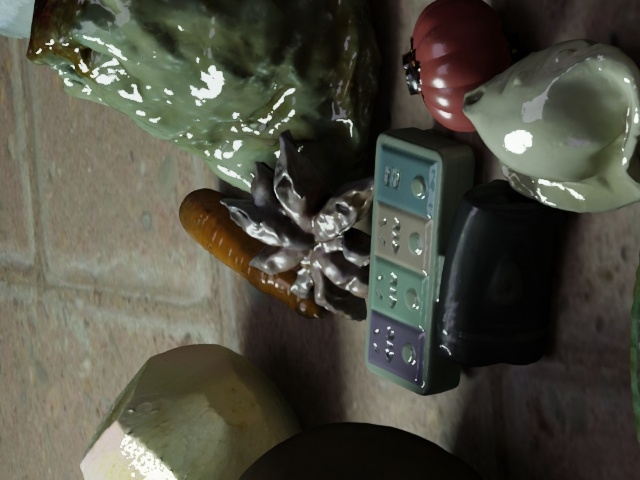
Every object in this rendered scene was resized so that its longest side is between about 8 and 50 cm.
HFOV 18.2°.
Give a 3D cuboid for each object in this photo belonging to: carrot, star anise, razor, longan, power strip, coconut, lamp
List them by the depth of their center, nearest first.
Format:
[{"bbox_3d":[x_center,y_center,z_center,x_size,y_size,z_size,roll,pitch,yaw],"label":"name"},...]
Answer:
[{"bbox_3d":[0.138,0.026,1.547,0.054,0.090,0.148,-127,39,-60],"label":"razor"},{"bbox_3d":[0.111,-0.138,1.554,0.107,0.092,0.107,-13,-90,-85],"label":"lamp"},{"bbox_3d":[0.036,0.289,1.607,0.297,0.297,0.297,22,115,58],"label":"longan"},{"bbox_3d":[0.104,0.025,1.653,0.145,0.061,0.216,25,119,49],"label":"power strip"},{"bbox_3d":[0.000,0.000,1.754,0.182,0.065,0.195,41,137,-1],"label":"star anise"},{"bbox_3d":[-0.109,0.213,1.926,0.237,0.197,0.237,25,123,45],"label":"coconut"},{"bbox_3d":[-0.068,0.012,1.952,0.248,0.059,0.059,39,129,48],"label":"carrot"}]

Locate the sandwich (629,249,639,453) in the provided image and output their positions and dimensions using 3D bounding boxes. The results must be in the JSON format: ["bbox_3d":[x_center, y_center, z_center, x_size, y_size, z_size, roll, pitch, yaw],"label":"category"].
[{"bbox_3d":[0.287,0.049,1.256,0.212,0.109,0.292,50,134,44],"label":"sandwich"}]

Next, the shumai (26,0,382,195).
[{"bbox_3d":[-0.122,-0.163,1.791,0.309,0.263,0.304,-29,70,59],"label":"shumai"}]

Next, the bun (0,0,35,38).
[{"bbox_3d":[-0.287,-0.373,2.106,0.354,0.194,0.354,14,106,61],"label":"bun"}]

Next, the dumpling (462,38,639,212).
[{"bbox_3d":[0.184,-0.074,1.440,0.169,0.100,0.134,-26,104,36],"label":"dumpling"}]
